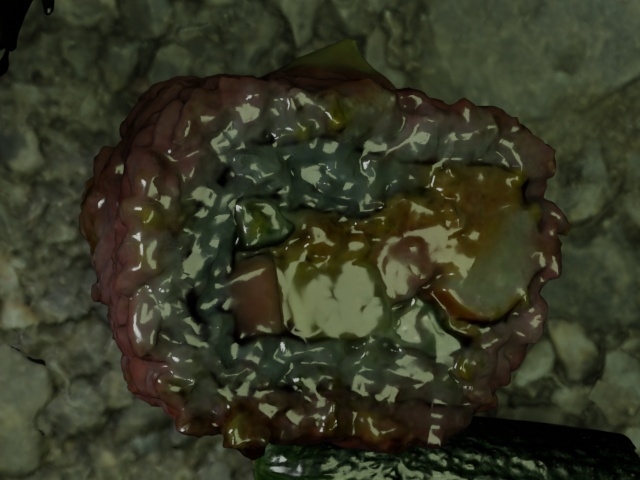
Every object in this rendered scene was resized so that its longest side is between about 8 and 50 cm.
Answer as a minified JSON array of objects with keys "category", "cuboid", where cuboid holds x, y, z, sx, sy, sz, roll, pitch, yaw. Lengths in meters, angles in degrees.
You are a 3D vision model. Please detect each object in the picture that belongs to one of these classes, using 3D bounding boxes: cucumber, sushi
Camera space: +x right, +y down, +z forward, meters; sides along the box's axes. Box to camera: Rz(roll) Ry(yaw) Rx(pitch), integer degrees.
[{"category":"cucumber","cuboid":[0.077,0.143,1.211,0.241,0.074,0.074,8,90,-11]},{"category":"sushi","cuboid":[0.000,0.000,1.141,0.270,0.171,0.236,1,91,-16]}]

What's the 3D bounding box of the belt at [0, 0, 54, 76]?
[{"category":"belt","cuboid":[-0.222,-0.151,1.048,0.164,0.184,0.289,17,52,-14]}]
